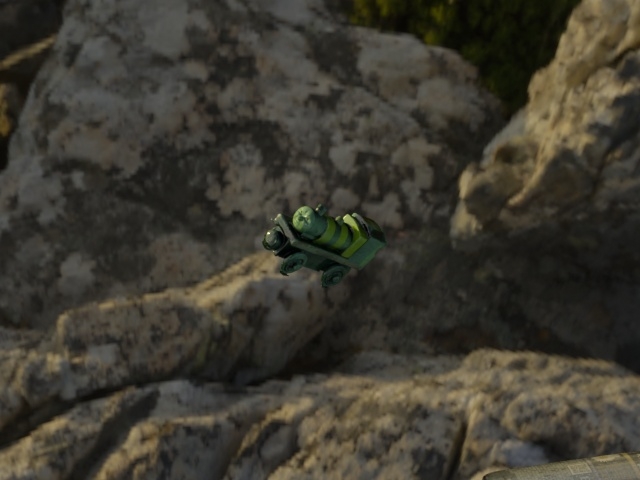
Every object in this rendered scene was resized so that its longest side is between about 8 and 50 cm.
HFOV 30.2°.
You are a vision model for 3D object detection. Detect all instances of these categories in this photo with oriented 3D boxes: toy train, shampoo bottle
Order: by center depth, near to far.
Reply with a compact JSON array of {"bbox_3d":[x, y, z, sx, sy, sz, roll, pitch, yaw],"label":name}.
[{"bbox_3d":[0.283,0.248,1.189,0.233,0.049,0.087,-8,21,-3],"label":"shampoo bottle"},{"bbox_3d":[0.000,0.001,1.905,0.132,0.200,0.083,-45,56,19],"label":"toy train"}]
